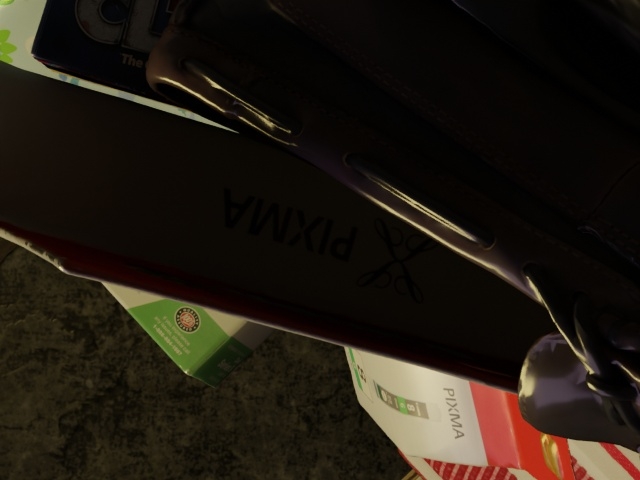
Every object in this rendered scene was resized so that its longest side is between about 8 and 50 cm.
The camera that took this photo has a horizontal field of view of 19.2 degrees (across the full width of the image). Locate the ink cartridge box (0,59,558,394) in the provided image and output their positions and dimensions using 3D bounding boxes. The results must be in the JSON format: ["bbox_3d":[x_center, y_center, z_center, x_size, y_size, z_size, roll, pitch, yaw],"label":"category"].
[{"bbox_3d":[0.000,0.000,0.659,0.275,0.060,0.239,16,179,-27],"label":"ink cartridge box"}]

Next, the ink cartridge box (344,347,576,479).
[{"bbox_3d":[0.050,0.029,0.927,0.225,0.056,0.181,-133,27,-70],"label":"ink cartridge box"}]

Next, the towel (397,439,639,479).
[{"bbox_3d":[0.145,0.147,1.042,0.237,0.037,0.329,47,159,12],"label":"towel"}]

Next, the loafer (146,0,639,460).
[{"bbox_3d":[0.069,0.010,0.508,0.302,0.095,0.109,46,178,27],"label":"loafer"}]

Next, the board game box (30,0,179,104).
[{"bbox_3d":[-0.022,-0.062,0.713,0.165,0.042,0.243,16,-178,-8],"label":"board game box"}]

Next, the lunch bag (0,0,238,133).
[{"bbox_3d":[-0.146,-0.129,1.339,0.219,0.176,0.090,46,-149,-27],"label":"lunch bag"}]

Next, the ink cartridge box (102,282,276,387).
[{"bbox_3d":[-0.073,-0.006,1.591,0.154,0.212,0.093,45,-179,18],"label":"ink cartridge box"}]

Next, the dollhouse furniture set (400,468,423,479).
[{"bbox_3d":[0.009,0.043,1.355,0.355,0.174,0.303,47,178,2],"label":"dollhouse furniture set"}]
